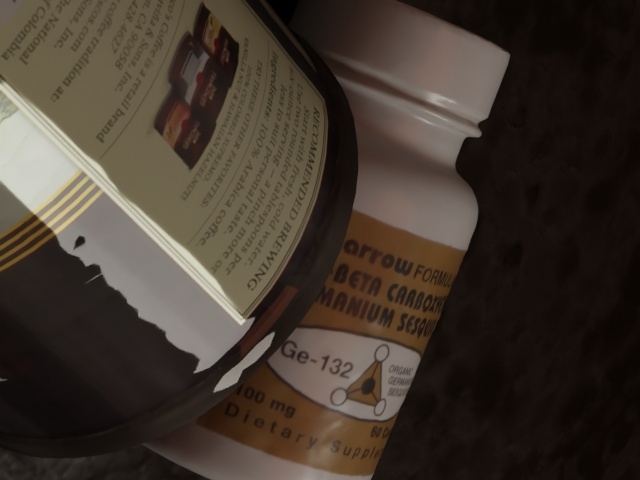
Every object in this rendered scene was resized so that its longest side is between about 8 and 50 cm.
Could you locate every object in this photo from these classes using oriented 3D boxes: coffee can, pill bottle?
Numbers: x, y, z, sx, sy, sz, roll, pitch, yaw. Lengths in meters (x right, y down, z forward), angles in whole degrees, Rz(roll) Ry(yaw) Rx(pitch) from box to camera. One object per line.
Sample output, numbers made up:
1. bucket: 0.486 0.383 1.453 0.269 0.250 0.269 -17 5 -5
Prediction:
1. coffee can: -0.136 -0.074 0.655 0.201 0.201 0.275 -55 139 -12
2. pill bottle: 0.000 0.000 0.894 0.131 0.131 0.229 18 96 -50
